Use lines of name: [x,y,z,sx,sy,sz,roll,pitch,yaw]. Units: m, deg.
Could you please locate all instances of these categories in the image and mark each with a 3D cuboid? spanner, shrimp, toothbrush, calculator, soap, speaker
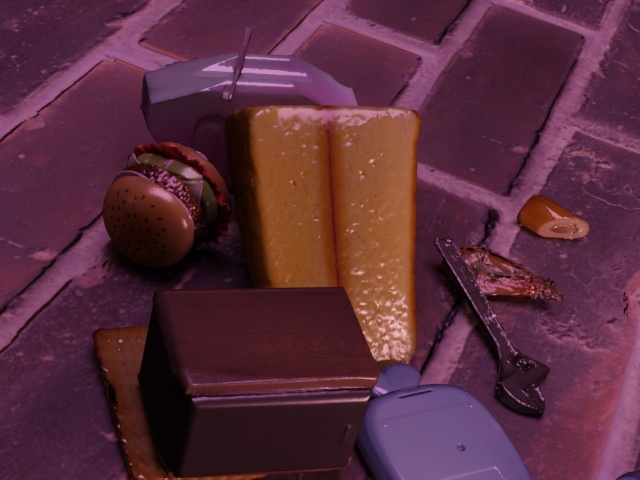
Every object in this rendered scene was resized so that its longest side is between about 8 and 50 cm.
spanner: [0.229,0.113,1.747,0.093,0.026,0.325,-5,46,-25]
shrimp: [0.264,0.057,1.843,0.184,0.043,0.091,16,43,13]
toothbrush: [-0.117,-0.251,1.814,0.017,0.014,0.194,12,39,0]
calculator: [0.146,0.256,1.535,0.188,0.042,0.302,-10,46,-27]
soap: [-0.103,-0.176,1.892,0.324,0.193,0.109,2,38,-15]
speaker: [-0.075,0.157,1.453,0.231,0.153,0.192,0,40,-21]

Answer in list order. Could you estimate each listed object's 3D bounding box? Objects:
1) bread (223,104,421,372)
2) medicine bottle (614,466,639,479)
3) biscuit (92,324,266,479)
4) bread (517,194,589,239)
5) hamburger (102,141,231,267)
bread: [0.000,0.000,1.721,0.233,0.361,0.245,-2,0,-14]
medicine bottle: [0.371,0.315,1.499,0.083,0.083,0.203,37,42,28]
biscuit: [-0.170,0.193,1.525,0.172,0.029,0.254,-2,40,-22]
bread: [0.359,-0.031,1.978,0.103,0.049,0.062,34,41,27]
hamburger: [-0.216,-0.042,1.709,0.175,0.175,0.137,28,45,18]
